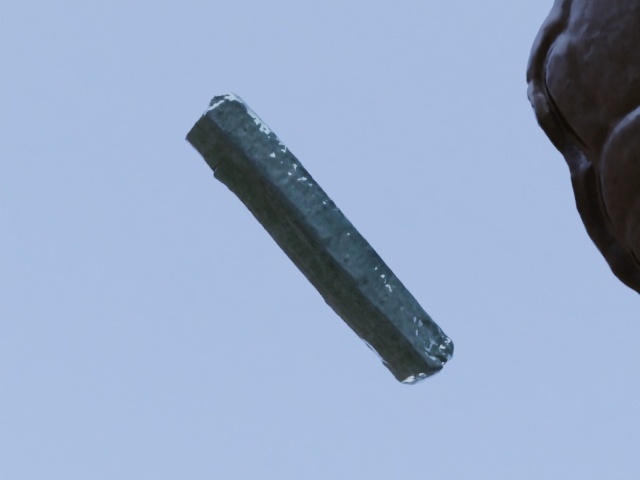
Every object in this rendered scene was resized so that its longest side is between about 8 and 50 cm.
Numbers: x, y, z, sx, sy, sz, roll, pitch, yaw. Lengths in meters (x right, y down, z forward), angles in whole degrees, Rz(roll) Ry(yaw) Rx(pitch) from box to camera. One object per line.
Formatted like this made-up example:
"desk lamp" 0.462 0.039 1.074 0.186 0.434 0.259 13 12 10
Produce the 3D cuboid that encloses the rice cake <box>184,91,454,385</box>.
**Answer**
"rice cake" 0.000 0.000 0.869 0.171 0.029 0.033 48 -35 -1

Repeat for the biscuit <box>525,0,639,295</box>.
"biscuit" 0.283 -0.095 1.151 0.074 0.381 0.359 12 -26 -39
